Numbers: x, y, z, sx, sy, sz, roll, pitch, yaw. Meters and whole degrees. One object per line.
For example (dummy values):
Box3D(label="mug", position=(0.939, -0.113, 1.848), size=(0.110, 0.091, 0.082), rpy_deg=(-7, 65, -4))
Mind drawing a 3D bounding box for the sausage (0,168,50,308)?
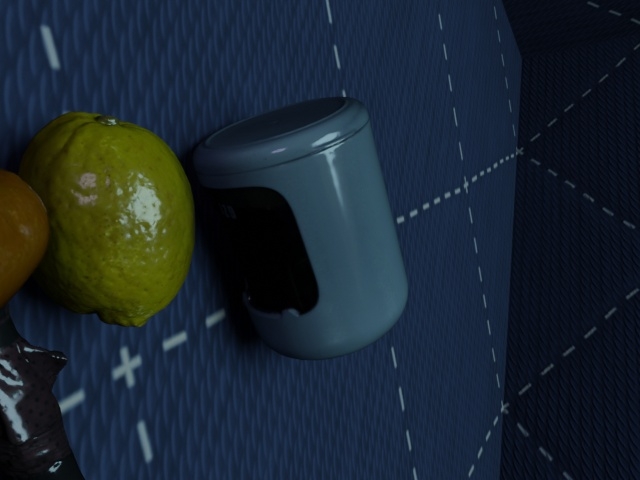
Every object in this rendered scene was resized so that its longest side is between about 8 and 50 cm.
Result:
Box3D(label="sausage", position=(-0.256, 0.031, 0.450), size=(0.238, 0.098, 0.098), rpy_deg=(-70, 143, -55))

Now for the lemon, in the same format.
Box3D(label="lemon", position=(-0.206, -0.020, 0.671), size=(0.170, 0.170, 0.207), rpy_deg=(-12, 101, -61))

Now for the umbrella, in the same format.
Box3D(label="umbrella", position=(-0.282, 0.103, 0.586), size=(0.094, 0.090, 0.326), rpy_deg=(-48, 125, -59))

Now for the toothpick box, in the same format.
Box3D(label="toothpick box", position=(0.000, 0.000, 0.959), size=(0.263, 0.263, 0.355), rpy_deg=(-47, 126, -54))
